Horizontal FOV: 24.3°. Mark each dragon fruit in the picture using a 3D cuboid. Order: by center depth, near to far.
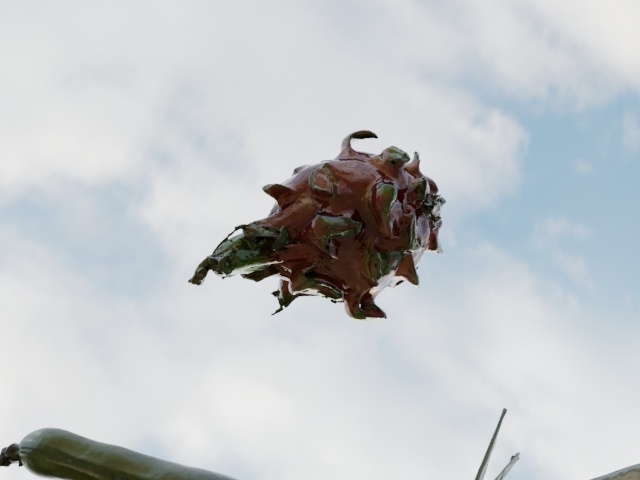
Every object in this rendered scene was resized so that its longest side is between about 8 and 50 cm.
[{"bbox_3d":[0.000,0.002,1.247,0.236,0.135,0.137,-31,-53,-21],"label":"dragon fruit"}]

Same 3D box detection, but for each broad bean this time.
[{"bbox_3d":[-0.161,0.212,1.307,0.325,0.067,0.075,14,-42,19],"label":"broad bean"}]

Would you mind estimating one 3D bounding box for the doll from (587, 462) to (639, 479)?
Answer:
[{"bbox_3d":[0.147,0.197,0.772,0.183,0.085,0.217,-18,-55,23],"label":"doll"}]

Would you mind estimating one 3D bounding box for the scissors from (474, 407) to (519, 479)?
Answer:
[{"bbox_3d":[0.135,0.280,1.441,0.017,0.247,0.144,14,-37,29],"label":"scissors"}]
